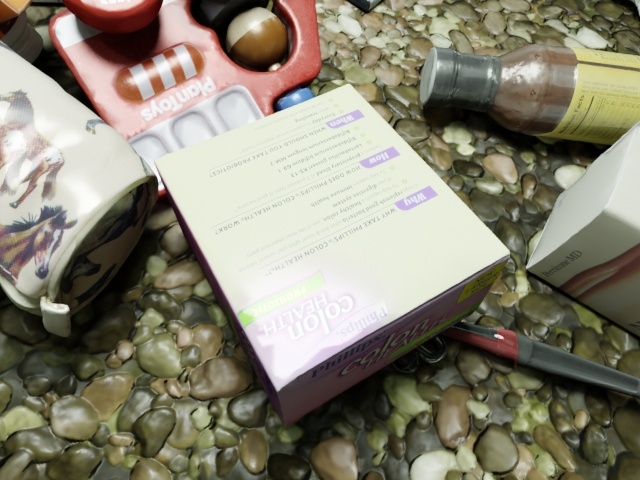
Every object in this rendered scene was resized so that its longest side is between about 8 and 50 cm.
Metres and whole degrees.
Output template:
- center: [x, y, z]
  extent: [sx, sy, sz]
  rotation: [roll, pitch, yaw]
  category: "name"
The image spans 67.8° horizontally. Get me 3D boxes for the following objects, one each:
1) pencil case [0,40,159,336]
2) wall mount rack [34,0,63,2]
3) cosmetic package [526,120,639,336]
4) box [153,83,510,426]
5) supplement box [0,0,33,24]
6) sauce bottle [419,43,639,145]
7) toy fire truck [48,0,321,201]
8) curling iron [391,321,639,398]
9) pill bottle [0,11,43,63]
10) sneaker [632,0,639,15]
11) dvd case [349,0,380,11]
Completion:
- center: [-0.331, -0.101, 0.397]
  extent: [0.410, 0.160, 0.184]
  rotation: [38, 58, -8]
  category: "pencil case"
- center: [-0.381, -0.437, 0.621]
  extent: [0.349, 0.130, 0.304]
  rotation: [-4, 66, -9]
  category: "wall mount rack"
- center: [0.392, 0.034, 0.478]
  extent: [0.296, 0.153, 0.129]
  rotation: [32, 65, 10]
  category: "cosmetic package"
- center: [0.000, 0.000, 0.448]
  extent: [0.213, 0.117, 0.243]
  rotation: [-26, 60, -17]
  category: "box"
- center: [-0.281, -0.331, 0.478]
  extent: [0.078, 0.080, 0.234]
  rotation: [8, 64, 39]
  category: "supplement box"
- center: [0.299, -0.183, 0.590]
  extent: [0.344, 0.111, 0.112]
  rotation: [8, 65, -3]
  category: "sauce bottle"
- center: [-0.130, -0.215, 0.547]
  extent: [0.302, 0.169, 0.254]
  rotation: [-32, 97, -18]
  category: "toy fire truck"
- center: [0.189, 0.120, 0.477]
  extent: [0.273, 0.035, 0.068]
  rotation: [12, 61, 1]
  category: "curling iron"
- center: [-0.386, -0.260, 0.518]
  extent: [0.086, 0.152, 0.086]
  rotation: [-6, 66, 13]
  category: "pill bottle"
- center: [0.535, -0.384, 0.724]
  extent: [0.115, 0.090, 0.232]
  rotation: [-23, 71, -20]
  category: "sneaker"
- center: [0.078, -0.472, 0.748]
  extent: [0.180, 0.022, 0.253]
  rotation: [38, 67, 12]
  category: "dvd case"
